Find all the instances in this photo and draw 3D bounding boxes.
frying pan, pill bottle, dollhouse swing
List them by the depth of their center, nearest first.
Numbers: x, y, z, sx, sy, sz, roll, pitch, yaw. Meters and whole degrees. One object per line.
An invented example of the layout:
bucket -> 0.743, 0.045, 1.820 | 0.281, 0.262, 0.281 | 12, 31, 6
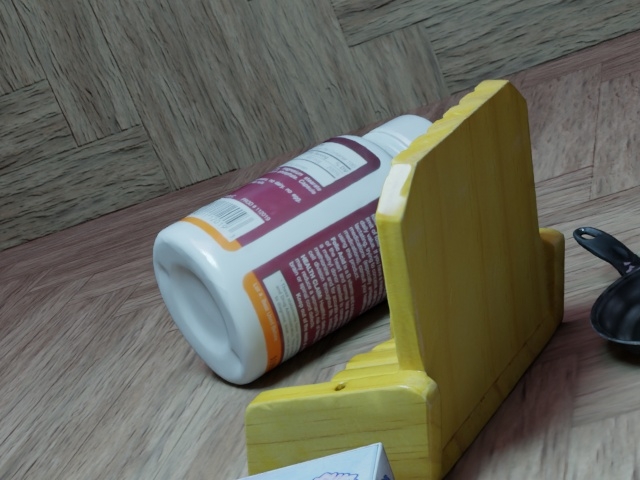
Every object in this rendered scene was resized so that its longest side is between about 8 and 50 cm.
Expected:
dollhouse swing -> 0.065, 0.041, 1.431 | 0.315, 0.305, 0.347 | -11, 19, 37
frying pan -> 0.330, 0.057, 1.453 | 0.197, 0.053, 0.326 | -34, 20, -29
pill bottle -> 0.000, 0.000, 1.829 | 0.392, 0.224, 0.224 | -30, 16, -25

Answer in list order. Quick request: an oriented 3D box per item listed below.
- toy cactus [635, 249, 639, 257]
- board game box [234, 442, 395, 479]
toy cactus -> 0.432, -0.025, 1.555 | 0.180, 0.112, 0.219 | -32, 23, 2
board game box -> -0.105, 0.285, 1.035 | 0.319, 0.066, 0.318 | -16, 17, 13
